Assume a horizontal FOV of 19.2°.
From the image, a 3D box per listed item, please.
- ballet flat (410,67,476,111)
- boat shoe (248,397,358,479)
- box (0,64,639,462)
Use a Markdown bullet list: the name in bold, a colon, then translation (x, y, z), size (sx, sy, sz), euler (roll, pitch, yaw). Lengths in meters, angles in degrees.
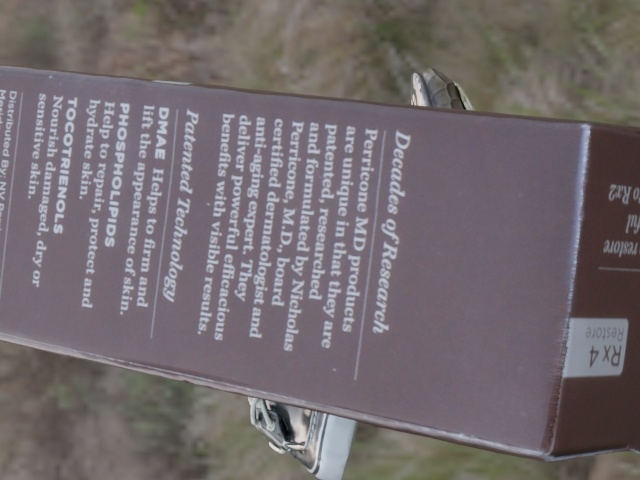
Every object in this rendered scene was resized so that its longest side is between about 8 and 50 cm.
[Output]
- **ballet flat**: translation (0.110, 0.011, 1.121), size (0.084, 0.058, 0.250), euler (-104, -6, -75)
- **boat shoe**: translation (-0.017, 0.121, 1.343), size (0.219, 0.070, 0.078), euler (-170, 93, -82)
- **box**: translation (0.000, 0.000, 0.884), size (0.381, 0.191, 0.143), euler (11, 94, 36)
